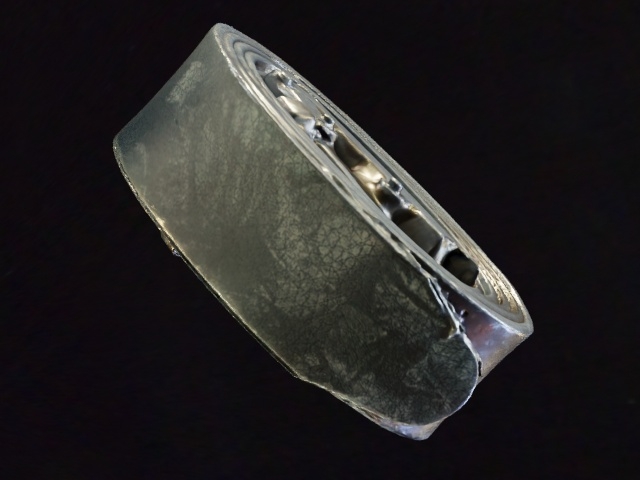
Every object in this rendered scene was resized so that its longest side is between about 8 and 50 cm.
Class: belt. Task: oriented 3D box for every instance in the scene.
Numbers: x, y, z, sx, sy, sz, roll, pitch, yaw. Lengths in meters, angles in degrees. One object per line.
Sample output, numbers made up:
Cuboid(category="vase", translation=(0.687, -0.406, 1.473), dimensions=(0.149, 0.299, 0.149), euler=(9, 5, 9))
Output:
Cuboid(category="belt", translation=(0.000, 0.000, 0.726), dimensions=(0.082, 0.141, 0.190), euler=(-47, -108, 13))
